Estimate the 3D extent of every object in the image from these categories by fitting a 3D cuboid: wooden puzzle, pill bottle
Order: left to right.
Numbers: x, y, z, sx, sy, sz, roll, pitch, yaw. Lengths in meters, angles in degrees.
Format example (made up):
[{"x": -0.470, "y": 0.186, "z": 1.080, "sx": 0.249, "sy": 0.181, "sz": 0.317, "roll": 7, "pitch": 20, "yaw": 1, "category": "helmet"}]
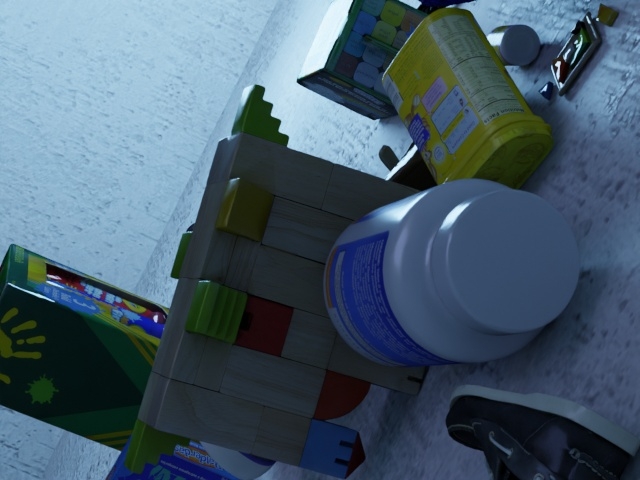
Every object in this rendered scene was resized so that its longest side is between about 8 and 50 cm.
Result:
[{"x": 0.110, "y": 0.030, "z": 1.293, "sx": 0.152, "sy": 0.152, "sz": 0.272, "roll": -67, "pitch": 13, "yaw": -11, "category": "pill bottle"}, {"x": 0.200, "y": -0.206, "z": 1.624, "sx": 0.043, "sy": 0.043, "sz": 0.083, "roll": -65, "pitch": 13, "yaw": 0, "category": "pill bottle"}, {"x": 0.243, "y": -0.181, "z": 1.472, "sx": 0.116, "sy": 0.014, "sz": 0.078, "roll": -60, "pitch": 13, "yaw": 22, "category": "wooden puzzle"}]

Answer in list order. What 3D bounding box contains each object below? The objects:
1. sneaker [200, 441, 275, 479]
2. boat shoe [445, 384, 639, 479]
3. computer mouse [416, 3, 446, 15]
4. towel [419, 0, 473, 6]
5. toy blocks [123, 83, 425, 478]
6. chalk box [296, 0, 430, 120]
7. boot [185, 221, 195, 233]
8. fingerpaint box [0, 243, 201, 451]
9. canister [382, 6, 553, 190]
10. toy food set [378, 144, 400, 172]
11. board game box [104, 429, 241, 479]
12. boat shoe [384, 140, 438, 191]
[{"x": -0.024, "y": 0.092, "z": 1.710, "sx": 0.236, "sy": 0.130, "sz": 0.323, "roll": -43, "pitch": 20, "yaw": 27, "category": "sneaker"}, {"x": 0.140, "y": 0.151, "z": 1.095, "sx": 0.079, "sy": 0.084, "sz": 0.233, "roll": -66, "pitch": 16, "yaw": -8, "category": "boat shoe"}, {"x": 0.180, "y": -0.389, "z": 2.060, "sx": 0.106, "sy": 0.042, "sz": 0.193, "roll": -46, "pitch": 22, "yaw": 57, "category": "computer mouse"}, {"x": 0.189, "y": -0.312, "z": 1.598, "sx": 0.228, "sy": 0.076, "sz": 0.308, "roll": -20, "pitch": 19, "yaw": 5, "category": "towel"}, {"x": -0.007, "y": 0.073, "z": 1.493, "sx": 0.191, "sy": 0.261, "sz": 0.381, "roll": 177, "pitch": 110, "yaw": -73, "category": "toy blocks"}, {"x": 0.072, "y": -0.249, "z": 2.026, "sx": 0.132, "sy": 0.132, "sz": 0.213, "roll": -66, "pitch": 14, "yaw": -6, "category": "chalk box"}, {"x": -0.066, "y": 0.058, "z": 1.644, "sx": 0.263, "sy": 0.091, "sz": 0.229, "roll": -25, "pitch": 42, "yaw": 32, "category": "boot"}, {"x": -0.306, "y": 0.164, "z": 2.209, "sx": 0.163, "sy": 0.371, "sz": 0.445, "roll": -66, "pitch": 12, "yaw": 2, "category": "fingerpaint box"}, {"x": 0.137, "y": -0.124, "z": 1.473, "sx": 0.126, "sy": 0.073, "sz": 0.170, "roll": -53, "pitch": 51, "yaw": 38, "category": "canister"}, {"x": 0.062, "y": 0.003, "z": 1.643, "sx": 0.038, "sy": 0.132, "sz": 0.192, "roll": 18, "pitch": 72, "yaw": 35, "category": "toy food set"}, {"x": -0.202, "y": 0.341, "z": 1.935, "sx": 0.210, "sy": 0.160, "sz": 0.047, "roll": -59, "pitch": 14, "yaw": 27, "category": "board game box"}, {"x": 0.124, "y": -0.067, "z": 1.599, "sx": 0.257, "sy": 0.095, "sz": 0.095, "roll": -57, "pitch": 0, "yaw": 6, "category": "boat shoe"}]
